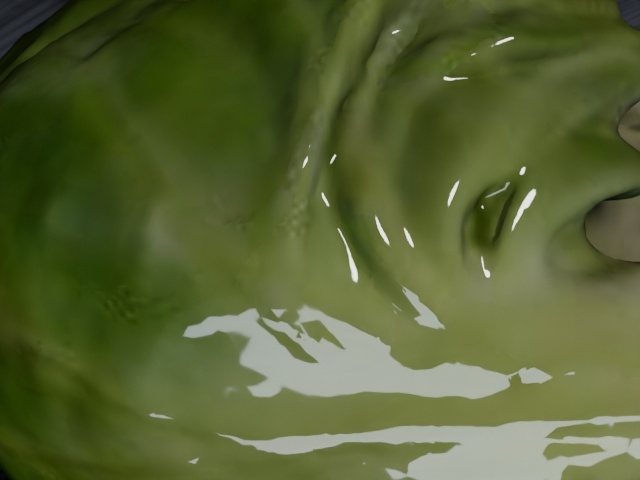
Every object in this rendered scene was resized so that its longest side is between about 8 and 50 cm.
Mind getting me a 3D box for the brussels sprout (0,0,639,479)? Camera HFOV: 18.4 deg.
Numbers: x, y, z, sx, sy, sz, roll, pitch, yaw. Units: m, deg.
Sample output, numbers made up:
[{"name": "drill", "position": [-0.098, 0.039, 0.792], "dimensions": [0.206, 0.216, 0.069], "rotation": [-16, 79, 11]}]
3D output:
[{"name": "brussels sprout", "position": [-0.015, 0.012, 0.978], "dimensions": [0.361, 0.342, 0.425], "rotation": [-16, -171, -2]}]
